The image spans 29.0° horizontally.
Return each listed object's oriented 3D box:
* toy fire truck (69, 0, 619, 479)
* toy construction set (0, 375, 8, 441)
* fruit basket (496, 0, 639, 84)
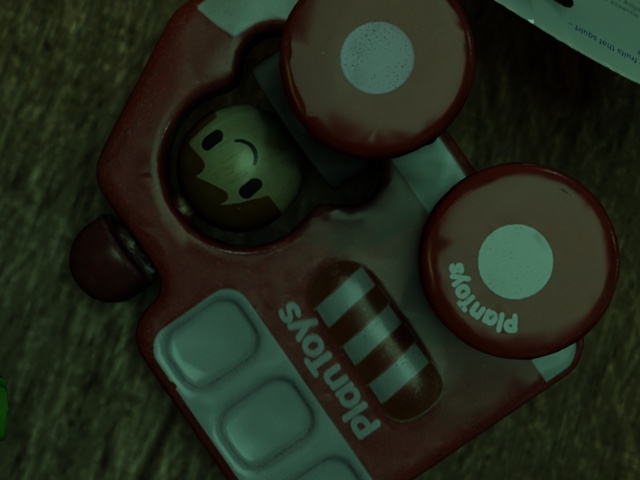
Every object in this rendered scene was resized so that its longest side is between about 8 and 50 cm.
[{"bbox_3d":[0.000,0.000,0.694,0.254,0.169,0.302,-36,91,1],"label":"toy fire truck"},{"bbox_3d":[-0.259,0.158,0.574,0.237,0.257,0.309,1,103,-29],"label":"toy construction set"},{"bbox_3d":[0.136,-0.251,0.724,0.327,0.165,0.353,25,62,-11],"label":"fruit basket"}]
